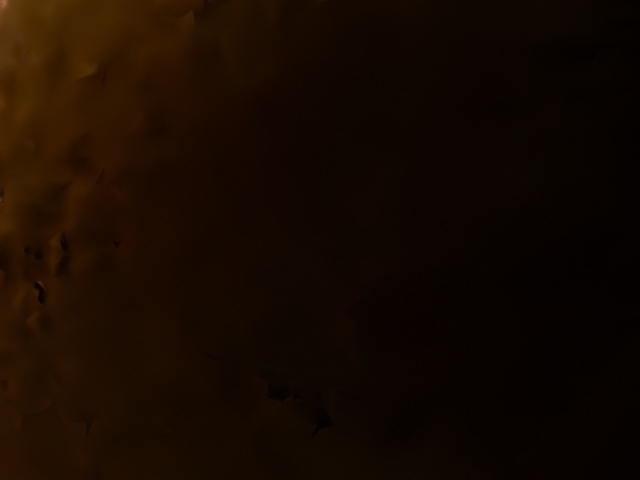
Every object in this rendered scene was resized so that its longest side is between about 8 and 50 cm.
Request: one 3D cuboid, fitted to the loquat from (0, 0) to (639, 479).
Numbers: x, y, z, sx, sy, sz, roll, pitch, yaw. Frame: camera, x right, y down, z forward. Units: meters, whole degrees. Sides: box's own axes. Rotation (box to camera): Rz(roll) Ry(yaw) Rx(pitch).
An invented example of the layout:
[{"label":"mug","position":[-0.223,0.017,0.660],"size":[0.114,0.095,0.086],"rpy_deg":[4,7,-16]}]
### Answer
[{"label":"loquat","position":[0.000,0.000,0.438],"size":[0.263,0.263,0.263],"rpy_deg":[-59,-4,-7]}]
